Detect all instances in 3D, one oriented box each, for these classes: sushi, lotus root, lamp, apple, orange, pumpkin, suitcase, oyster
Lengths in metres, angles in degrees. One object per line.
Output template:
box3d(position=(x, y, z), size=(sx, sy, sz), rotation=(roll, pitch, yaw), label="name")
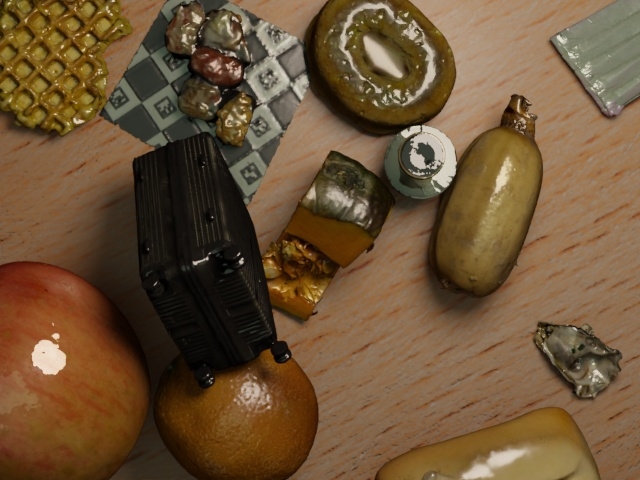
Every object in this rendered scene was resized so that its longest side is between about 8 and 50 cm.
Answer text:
box3d(position=(-0.179, -0.254, 1.610), size=(0.294, 0.059, 0.292), rotation=(29, 91, -5), label="sushi")
box3d(position=(0.284, -0.070, 1.591), size=(0.151, 0.169, 0.343), rotation=(21, 92, -5), label="lotus root")
box3d(position=(0.161, -0.128, 1.556), size=(0.121, 0.214, 0.121), rotation=(0, 88, 4), label="lamp")
box3d(position=(-0.432, 0.229, 1.473), size=(0.363, 0.364, 0.364), rotation=(0, 93, -4), label="apple")
box3d(position=(-0.136, 0.268, 1.539), size=(0.264, 0.264, 0.264), rotation=(0, 93, -4), label="orange")
box3d(position=(0.001, 0.001, 1.567), size=(0.139, 0.190, 0.281), rotation=(30, 91, -5), label="pumpkin")
box3d(position=(-0.169, 0.018, 1.462), size=(0.152, 0.335, 0.230), rotation=(-19, 130, 3), label="suitcase")
box3d(position=(0.447, 0.192, 1.673), size=(0.108, 0.053, 0.165), rotation=(-40, 103, 25), label="oyster")

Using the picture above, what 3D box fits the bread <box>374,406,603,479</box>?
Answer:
box3d(position=(0.288, 0.457, 1.574), size=(0.375, 0.253, 0.348), rotation=(-20, 99, -1), label="bread")

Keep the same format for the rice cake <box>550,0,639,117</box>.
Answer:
box3d(position=(0.524, -0.328, 1.662), size=(0.198, 0.037, 0.189), rotation=(-37, 94, -1), label="rice cake")

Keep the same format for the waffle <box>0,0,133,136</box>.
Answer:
box3d(position=(-0.427, -0.298, 1.593), size=(0.248, 0.056, 0.253), rotation=(-11, 91, -3), label="waffle")

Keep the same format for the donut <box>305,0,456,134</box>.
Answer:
box3d(position=(0.097, -0.294, 1.591), size=(0.261, 0.128, 0.208), rotation=(38, 91, -5), label="donut")
